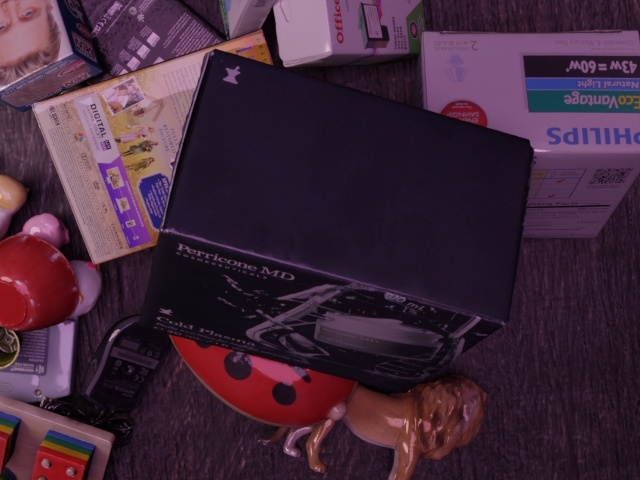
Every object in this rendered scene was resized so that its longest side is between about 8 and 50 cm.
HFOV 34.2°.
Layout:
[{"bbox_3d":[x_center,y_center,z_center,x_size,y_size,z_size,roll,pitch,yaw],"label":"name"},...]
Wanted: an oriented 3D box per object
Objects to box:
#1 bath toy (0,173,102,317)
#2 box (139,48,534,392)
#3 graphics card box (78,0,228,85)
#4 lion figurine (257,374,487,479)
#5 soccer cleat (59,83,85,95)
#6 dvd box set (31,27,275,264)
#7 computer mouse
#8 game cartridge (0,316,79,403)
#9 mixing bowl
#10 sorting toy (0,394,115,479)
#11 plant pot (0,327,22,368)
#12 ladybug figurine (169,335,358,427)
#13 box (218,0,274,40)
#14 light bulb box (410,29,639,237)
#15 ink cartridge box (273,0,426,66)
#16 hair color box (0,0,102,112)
[{"bbox_3d":[-0.533,-0.008,1.910,0.348,0.129,0.151,41,122,-1],"label":"bath toy"},{"bbox_3d":[0.000,0.000,1.579,0.479,0.472,0.298,15,66,-7],"label":"box"},{"bbox_3d":[-0.290,-0.322,1.903,0.371,0.094,0.233,38,94,-4],"label":"graphics card box"},{"bbox_3d":[0.099,0.329,1.929,0.392,0.142,0.240,16,86,3],"label":"lion figurine"},{"bbox_3d":[-0.422,-0.244,1.918,0.076,0.068,0.196,-28,101,20],"label":"soccer cleat"},{"bbox_3d":[-0.252,-0.164,1.830,0.420,0.062,0.308,-18,106,1],"label":"dvd box set"},{"bbox_3d":[-0.386,0.244,1.943,0.188,0.072,0.272,29,98,-30],"label":"computer mouse"},{"bbox_3d":[-0.608,0.206,1.959,0.297,0.062,0.198,6,98,-1],"label":"game cartridge"},{"bbox_3d":[-0.529,0.091,1.823,0.181,0.098,0.182,8,115,17],"label":"mixing bowl"},{"bbox_3d":[-0.534,0.433,1.904,0.257,0.089,0.256,19,120,-2],"label":"sorting toy"},{"bbox_3d":[-0.578,0.186,1.892,0.083,0.079,0.083,0,95,0],"label":"plant pot"},{"bbox_3d":[-0.109,0.146,1.864,0.449,0.162,0.305,44,84,9],"label":"ladybug figurine"},{"bbox_3d":[-0.146,-0.531,1.785,0.058,0.232,0.322,-8,78,-18],"label":"box"},{"bbox_3d":[0.330,-0.168,1.755,0.357,0.361,0.225,0,68,-1],"label":"light bulb box"},{"bbox_3d":[0.053,-0.412,1.806,0.117,0.278,0.202,-4,95,42],"label":"ink cartridge box"},{"bbox_3d":[-0.526,-0.422,1.824,0.173,0.105,0.347,-25,74,12],"label":"hair color box"}]
